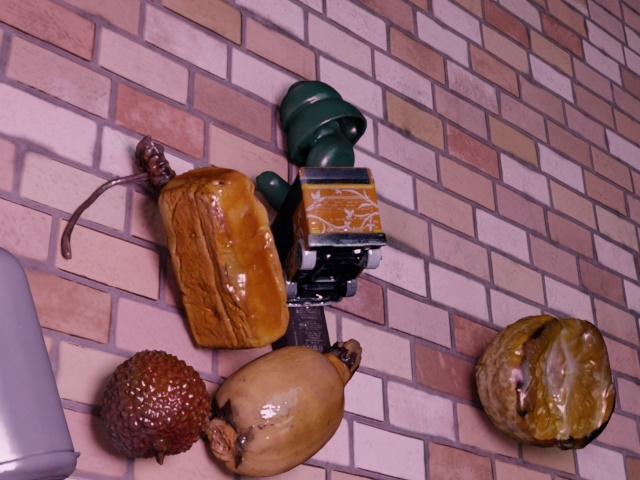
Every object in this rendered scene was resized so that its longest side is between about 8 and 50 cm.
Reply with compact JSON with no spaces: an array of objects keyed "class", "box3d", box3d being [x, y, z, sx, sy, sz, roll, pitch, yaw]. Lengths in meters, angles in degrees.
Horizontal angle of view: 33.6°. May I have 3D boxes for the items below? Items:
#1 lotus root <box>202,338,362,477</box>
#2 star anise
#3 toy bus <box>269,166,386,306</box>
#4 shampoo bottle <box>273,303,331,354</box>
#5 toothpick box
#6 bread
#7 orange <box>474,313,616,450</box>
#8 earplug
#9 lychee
[{"class":"lotus root","box3d":[-0.043,0.257,1.715,0.310,0.183,0.183,-29,91,-38]},{"class":"star anise","box3d":[-0.329,-0.061,1.735,0.227,0.218,0.148,-25,125,-11]},{"class":"toy bus","box3d":[0.000,0.000,1.745,0.138,0.275,0.167,-1,66,-16]},{"class":"shampoo bottle","box3d":[-0.037,0.155,1.871,0.098,0.071,0.309,7,64,-44]},{"class":"toothpick box","box3d":[-0.453,0.148,1.308,0.263,0.263,0.355,-3,70,-46]},{"class":"bread","box3d":[-0.157,0.030,1.699,0.132,0.167,0.294,-26,110,-41]},{"class":"orange","box3d":[0.446,0.285,2.183,0.368,0.210,0.271,11,85,-41]},{"class":"earplug","box3d":[-0.027,-0.181,2.038,0.257,0.164,0.280,-16,64,-12]},{"class":"lychee","box3d":[-0.238,0.250,1.543,0.165,0.165,0.197,18,40,-39]}]
